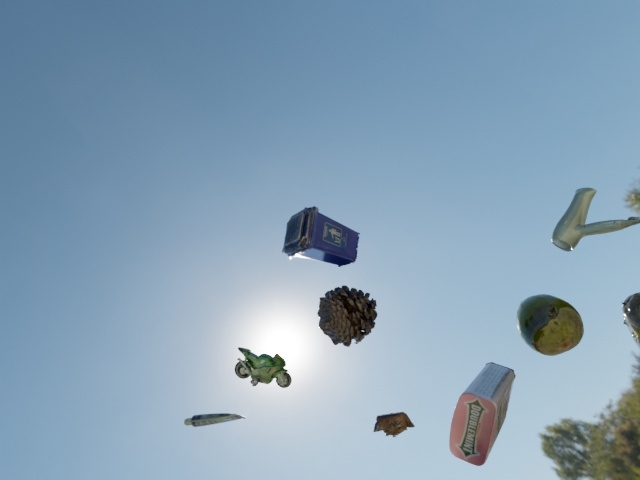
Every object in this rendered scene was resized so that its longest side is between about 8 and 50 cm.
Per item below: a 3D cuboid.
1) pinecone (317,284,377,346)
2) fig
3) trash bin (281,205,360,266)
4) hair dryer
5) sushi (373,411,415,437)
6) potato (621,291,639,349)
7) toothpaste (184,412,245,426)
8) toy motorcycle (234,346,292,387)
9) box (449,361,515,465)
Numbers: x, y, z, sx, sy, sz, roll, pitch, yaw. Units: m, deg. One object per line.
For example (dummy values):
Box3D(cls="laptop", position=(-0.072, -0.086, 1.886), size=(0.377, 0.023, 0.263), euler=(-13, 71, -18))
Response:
Box3D(cls="pinecone", position=(0.115, 0.307, 1.775), size=(0.257, 0.243, 0.244), euler=(9, -70, -25))
Box3D(cls="fig", position=(0.797, 0.282, 1.552), size=(0.207, 0.230, 0.207), euler=(-12, -36, -9))
Box3D(cls="trash bin", position=(0.000, 0.000, 1.521), size=(0.234, 0.184, 0.163), euler=(19, -113, -28))
Box3D(cls="hair dryer", position=(0.782, -0.068, 1.221), size=(0.075, 0.237, 0.206), euler=(37, -104, -19))
Box3D(cls="sushi", position=(0.191, 0.482, 1.148), size=(0.061, 0.060, 0.118), euler=(12, -31, -39))
Box3D(cls="potato", position=(0.721, 0.218, 0.844), size=(0.141, 0.296, 0.192), euler=(-37, -16, -9))
Box3D(cls="toothpaste", position=(-0.341, 0.564, 1.387), size=(0.216, 0.037, 0.062), euler=(-15, -34, 22))
Box3D(cls="toy motorcycle", position=(-0.177, 0.397, 1.375), size=(0.074, 0.190, 0.106), euler=(-9, -72, -77))
Box3D(cls="box", position=(0.493, 0.501, 1.319), size=(0.369, 0.112, 0.191), euler=(3, -80, -60))
